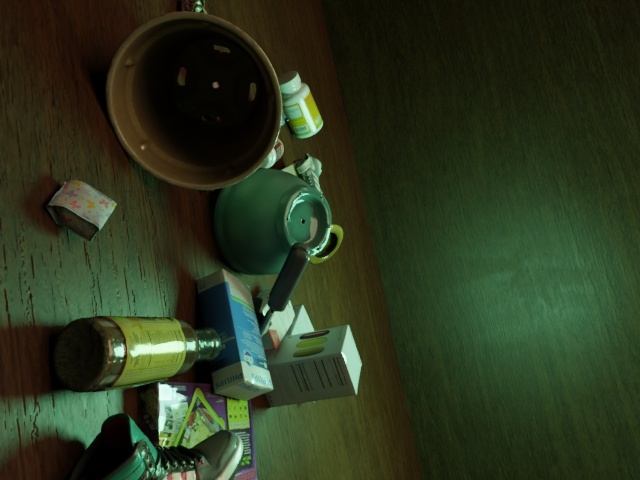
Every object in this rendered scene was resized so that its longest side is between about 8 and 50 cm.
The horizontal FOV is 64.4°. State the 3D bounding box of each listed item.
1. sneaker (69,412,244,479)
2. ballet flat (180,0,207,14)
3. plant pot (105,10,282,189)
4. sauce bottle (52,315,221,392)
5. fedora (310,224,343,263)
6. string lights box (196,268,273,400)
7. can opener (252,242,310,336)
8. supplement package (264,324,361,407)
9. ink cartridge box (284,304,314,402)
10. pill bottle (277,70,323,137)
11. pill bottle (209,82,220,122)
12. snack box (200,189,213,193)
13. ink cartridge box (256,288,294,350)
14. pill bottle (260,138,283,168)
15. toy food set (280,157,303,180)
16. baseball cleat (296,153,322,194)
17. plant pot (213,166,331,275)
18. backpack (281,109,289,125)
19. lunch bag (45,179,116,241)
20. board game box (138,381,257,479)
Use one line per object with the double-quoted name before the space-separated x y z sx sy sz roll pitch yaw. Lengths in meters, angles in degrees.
"sneaker" -0.248 0.328 0.760 0.295 0.123 0.179 -29 107 -52
"ballet flat" -0.333 -0.567 1.363 0.077 0.079 0.222 42 38 -64
"plant pot" -0.246 -0.319 1.101 0.306 0.333 0.334 -97 167 -64
"sauce bottle" -0.283 0.185 0.861 0.344 0.111 0.112 31 48 -71
"fedora" 0.000 0.000 1.967 0.079 0.194 0.194 42 -4 32
"string lights box" -0.191 0.208 1.123 0.133 0.076 0.260 48 21 -58
"can opener" -0.121 0.126 1.218 0.076 0.095 0.284 -89 -156 -66
"supplement package" -0.028 0.334 1.354 0.139 0.243 0.134 -67 140 -65
"ink cartridge box" -0.058 0.355 1.598 0.224 0.045 0.224 -71 144 -60
"pill bottle" -0.093 -0.553 2.065 0.137 0.136 0.246 -86 157 -46
"pill bottle" -0.261 -0.372 1.393 0.108 0.107 0.180 -76 148 -58
"snack box" -0.285 -0.193 1.292 0.141 0.037 0.100 -75 146 -59
"ink cartridge box" -0.139 0.207 1.405 0.198 0.067 0.116 -52 127 -68
"pill bottle" -0.177 -0.283 1.647 0.152 0.085 0.086 -68 141 -65
"toy food set" -0.106 -0.157 1.816 0.306 0.092 0.220 -45 122 -62
"baseball cleat" -0.045 -0.209 1.798 0.109 0.072 0.206 26 52 -42
"plant pot" -0.097 -0.049 1.310 0.292 0.196 0.294 -2 92 -48
"backpack" -0.181 -0.432 1.724 0.084 0.104 0.114 -74 141 -62
"lunch bag" -0.383 -0.051 0.810 0.083 0.053 0.071 38 34 -25
"board game box" -0.227 0.390 0.995 0.347 0.056 0.208 41 34 -64
